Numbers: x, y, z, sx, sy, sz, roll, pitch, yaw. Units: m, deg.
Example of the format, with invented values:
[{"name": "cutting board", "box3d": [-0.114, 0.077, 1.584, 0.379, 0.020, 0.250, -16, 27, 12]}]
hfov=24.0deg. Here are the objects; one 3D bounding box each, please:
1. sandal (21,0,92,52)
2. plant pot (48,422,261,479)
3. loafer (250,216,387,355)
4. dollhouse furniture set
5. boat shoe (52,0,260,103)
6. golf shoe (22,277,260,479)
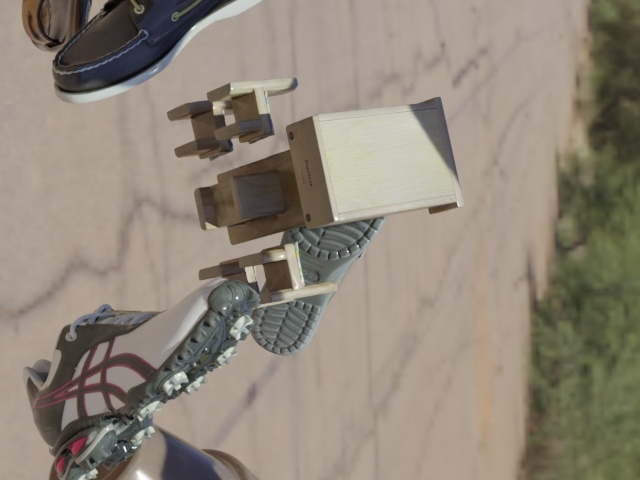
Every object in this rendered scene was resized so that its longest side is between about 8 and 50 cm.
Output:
[{"name": "sandal", "box3d": [-0.250, -0.221, 1.394, 0.219, 0.060, 0.090, -174, -89, -68]}, {"name": "plant pot", "box3d": [-0.225, 0.340, 1.947, 0.229, 0.263, 0.263, 54, 30, -35]}, {"name": "loafer", "box3d": [0.000, 0.000, 1.593, 0.251, 0.094, 0.087, -59, -176, 16]}, {"name": "dollhouse furniture set", "box3d": [-0.007, -0.054, 1.467, 0.161, 0.242, 0.212, -10, 87, -38]}, {"name": "boat shoe", "box3d": [-0.133, -0.196, 1.238, 0.227, 0.081, 0.069, -38, 138, -23]}, {"name": "golf shoe", "box3d": [-0.162, 0.098, 1.253, 0.120, 0.273, 0.105, 54, 34, 10]}]
